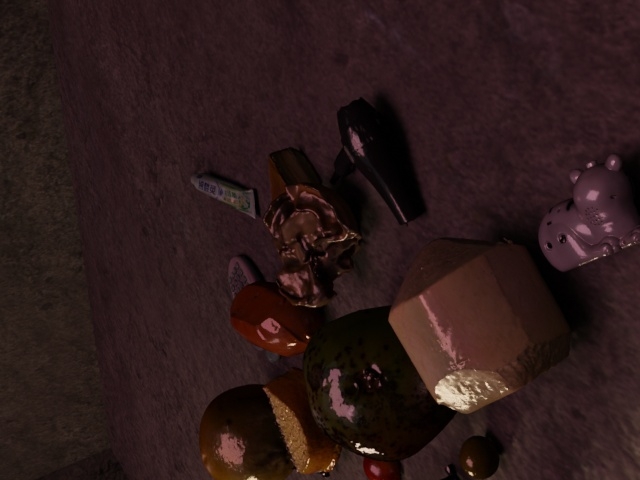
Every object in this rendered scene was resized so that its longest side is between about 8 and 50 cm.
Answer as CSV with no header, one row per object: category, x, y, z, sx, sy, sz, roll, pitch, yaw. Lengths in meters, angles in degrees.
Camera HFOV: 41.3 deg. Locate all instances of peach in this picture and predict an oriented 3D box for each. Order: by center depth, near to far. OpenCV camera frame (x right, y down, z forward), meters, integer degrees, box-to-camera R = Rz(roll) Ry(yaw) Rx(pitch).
peach,0.126,0.490,1.813,0.098,0.061,0.098,26,121,54

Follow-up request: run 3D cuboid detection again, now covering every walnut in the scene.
walnut,-0.009,-0.002,1.666,0.204,0.141,0.238,37,115,31

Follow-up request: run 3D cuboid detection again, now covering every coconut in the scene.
coconut,0.223,0.107,1.239,0.244,0.239,0.239,60,150,10

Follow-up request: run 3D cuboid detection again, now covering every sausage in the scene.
sausage,-0.101,0.176,1.930,0.141,0.153,0.268,38,167,-30

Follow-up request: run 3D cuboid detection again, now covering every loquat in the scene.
loquat,-0.166,0.500,2.123,0.284,0.276,0.276,11,115,59

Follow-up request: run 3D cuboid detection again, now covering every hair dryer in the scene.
hair dryer,0.081,-0.125,1.545,0.235,0.091,0.271,61,164,-3

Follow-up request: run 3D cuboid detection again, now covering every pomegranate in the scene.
pomegranate,0.117,0.257,1.530,0.285,0.285,0.341,64,-176,14

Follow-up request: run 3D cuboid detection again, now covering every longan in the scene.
longan,0.277,0.376,1.479,0.083,0.075,0.075,-43,-61,-75

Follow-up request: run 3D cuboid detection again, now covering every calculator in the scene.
calculator,-0.165,0.176,2.164,0.299,0.041,0.185,63,151,20

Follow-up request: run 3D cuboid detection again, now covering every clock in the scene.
clock,0.343,-0.034,1.093,0.176,0.080,0.117,-36,76,60

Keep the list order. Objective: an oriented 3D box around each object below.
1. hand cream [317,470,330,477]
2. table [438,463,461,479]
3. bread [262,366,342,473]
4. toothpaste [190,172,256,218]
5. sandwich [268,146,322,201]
hand cream,-0.012,0.488,2.077,0.087,0.054,0.186,140,115,-65
table,0.160,0.641,1.582,0.272,0.222,0.335,56,129,27
bread,-0.023,0.416,1.967,0.134,0.129,0.260,-35,76,53
toothpaste,-0.241,-0.123,2.122,0.297,0.048,0.075,24,124,49
sandwich,-0.069,-0.101,1.791,0.113,0.079,0.163,60,152,24
